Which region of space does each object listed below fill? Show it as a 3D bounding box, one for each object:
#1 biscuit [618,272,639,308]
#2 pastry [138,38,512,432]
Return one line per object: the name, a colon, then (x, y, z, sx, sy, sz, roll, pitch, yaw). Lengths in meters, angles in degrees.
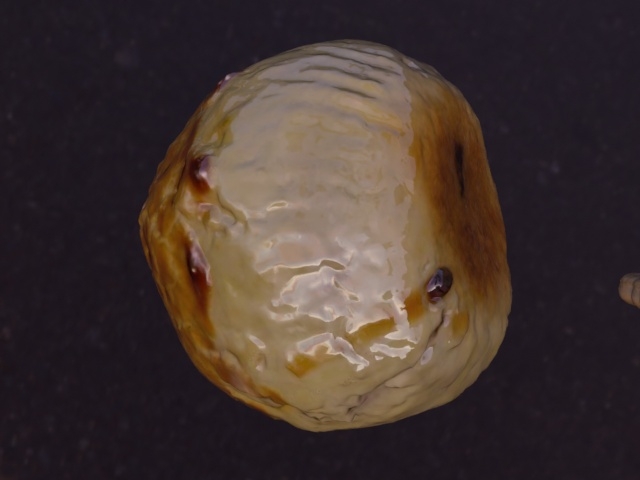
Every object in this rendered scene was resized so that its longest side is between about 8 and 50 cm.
biscuit: (0.472, 0.049, 1.589, 0.325, 0.044, 0.217, -5, 6, -16)
pastry: (0.000, 0.000, 1.576, 0.313, 0.388, 0.388, -9, 33, 28)
